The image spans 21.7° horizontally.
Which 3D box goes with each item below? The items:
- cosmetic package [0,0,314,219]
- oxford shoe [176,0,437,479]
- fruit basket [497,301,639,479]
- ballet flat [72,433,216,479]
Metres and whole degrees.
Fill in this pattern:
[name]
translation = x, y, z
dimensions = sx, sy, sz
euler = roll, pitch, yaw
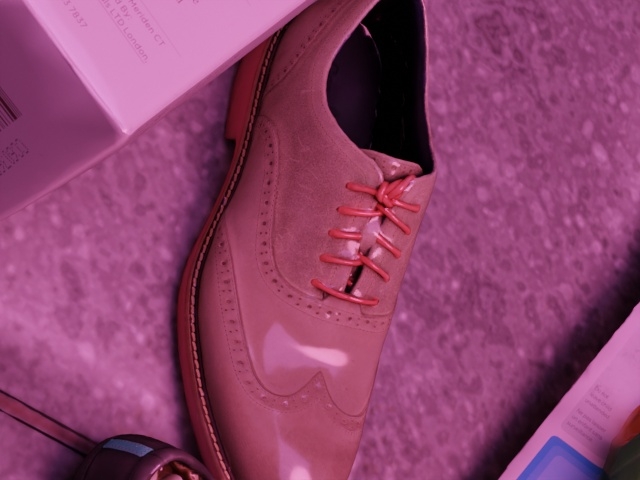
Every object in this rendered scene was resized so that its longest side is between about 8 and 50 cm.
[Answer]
[cosmetic package]
translation = -0.074, -0.182, 0.955
dimensions = 0.156, 0.217, 0.385
euler = 53, 52, -9
[oxford shoe]
translation = 0.000, 0.000, 0.998
dimensions = 0.123, 0.130, 0.348
euler = 15, 67, -30
[fruit basket]
translation = 0.320, 0.166, 1.095
dimensions = 0.327, 0.165, 0.353
euler = 42, 66, 6
[ballet flat]
translation = -0.035, 0.224, 0.924
dimensions = 0.280, 0.096, 0.095
euler = 51, 53, -11
